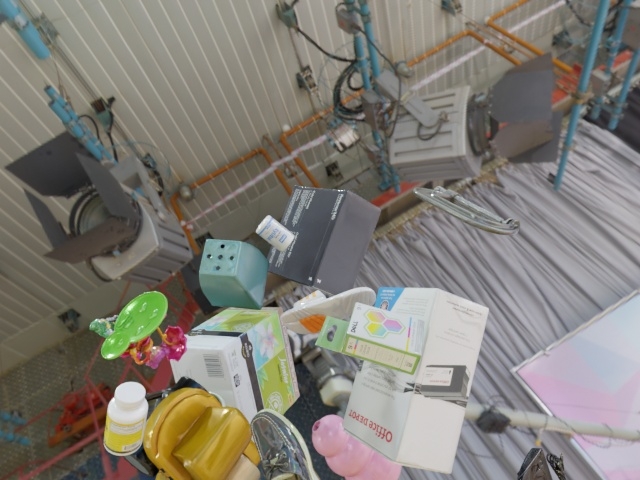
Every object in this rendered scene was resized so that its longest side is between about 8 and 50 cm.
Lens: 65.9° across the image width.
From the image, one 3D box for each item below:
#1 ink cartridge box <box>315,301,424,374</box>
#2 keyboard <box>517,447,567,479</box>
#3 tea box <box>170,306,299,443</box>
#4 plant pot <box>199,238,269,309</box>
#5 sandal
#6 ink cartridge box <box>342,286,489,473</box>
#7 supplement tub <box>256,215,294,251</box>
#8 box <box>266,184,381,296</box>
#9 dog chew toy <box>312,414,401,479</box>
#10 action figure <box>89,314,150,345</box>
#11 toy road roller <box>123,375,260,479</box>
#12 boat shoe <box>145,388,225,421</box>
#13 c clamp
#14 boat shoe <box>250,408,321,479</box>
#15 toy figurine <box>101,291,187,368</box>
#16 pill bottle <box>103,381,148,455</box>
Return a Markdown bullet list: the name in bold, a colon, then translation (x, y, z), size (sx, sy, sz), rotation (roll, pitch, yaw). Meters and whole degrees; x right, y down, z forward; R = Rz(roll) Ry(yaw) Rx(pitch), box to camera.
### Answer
- **ink cartridge box**: translation (0.106, 0.194, 1.031), size (0.109, 0.209, 0.062), rotation (-63, -14, -58)
- **keyboard**: translation (0.555, 0.644, 1.186), size (0.201, 0.317, 0.033), rotation (-25, 9, -38)
- **tea box**: translation (-0.256, 0.412, 1.538), size (0.323, 0.219, 0.329), rotation (-31, -66, -59)
- **plant pot**: translation (-0.268, 0.090, 1.476), size (0.165, 0.166, 0.234), rotation (4, -23, 9)
- **sandal**: translation (0.023, 0.174, 1.329), size (0.265, 0.076, 0.102), rotation (-21, -56, 13)
- **ink cartridge box**: translation (0.228, 0.328, 1.240), size (0.166, 0.285, 0.395), rotation (21, -101, -19)
- **supplement tub**: translation (-0.143, -0.022, 1.562), size (0.107, 0.071, 0.071), rotation (38, -72, -10)
- **box**: translation (0.000, 0.000, 1.749), size (0.178, 0.312, 0.343), rotation (25, -97, -37)
- **dog chew toy**: translation (0.110, 0.692, 1.629), size (0.331, 0.207, 0.206), rotation (39, -75, -18)
- **action figure**: translation (-0.591, 0.262, 1.448), size (0.064, 0.137, 0.232), rotation (-59, -19, -6)
- **toy road roller**: translation (-0.229, 0.456, 1.029), size (0.330, 0.240, 0.202), rotation (57, -131, -20)
- **boat shoe**: translation (-0.402, 0.450, 1.286), size (0.339, 0.127, 0.113), rotation (-9, -27, 31)
- **c clamp**: translation (0.191, -0.041, 0.630), size (0.137, 0.160, 0.022), rotation (9, -69, -34)
- **boat shoe**: translation (-0.057, 0.397, 0.848), size (0.080, 0.224, 0.073), rotation (-37, -16, 15)
- **toy figurine**: translation (-0.371, 0.229, 1.102), size (0.173, 0.130, 0.159), rotation (-53, -43, -25)
- **pill bottle**: translation (-0.328, 0.300, 0.837), size (0.065, 0.065, 0.116), rotation (-2, -60, -38)
